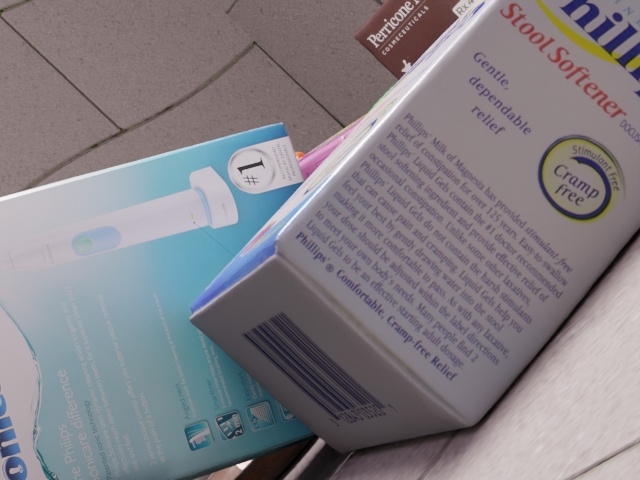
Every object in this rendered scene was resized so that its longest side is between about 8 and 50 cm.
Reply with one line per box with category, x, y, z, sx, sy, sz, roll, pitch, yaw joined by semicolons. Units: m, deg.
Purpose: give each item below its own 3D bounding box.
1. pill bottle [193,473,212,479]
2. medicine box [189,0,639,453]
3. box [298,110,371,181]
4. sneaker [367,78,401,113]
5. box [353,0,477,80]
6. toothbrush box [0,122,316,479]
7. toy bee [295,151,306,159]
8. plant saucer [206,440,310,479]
pill bottle;-0.091;0.139;1.502;0.121;0.121;0.221;-43;5;48
medicine box;0.085;-0.026;1.022;0.289;0.149;0.263;-48;4;-18
box;0.054;-0.043;1.324;0.213;0.117;0.243;-36;3;-35
sneaker;0.130;-0.115;1.678;0.343;0.134;0.146;-38;4;-43
box;0.186;-0.245;1.897;0.168;0.203;0.167;-44;4;42
toothbrush box;-0.137;0.068;1.149;0.295;0.216;0.126;-17;-9;-21
toy bee;0.000;0.000;1.696;0.298;0.162;0.195;-49;2;-39
plant saucer;-0.041;0.166;1.344;0.168;0.029;0.168;-46;4;4
